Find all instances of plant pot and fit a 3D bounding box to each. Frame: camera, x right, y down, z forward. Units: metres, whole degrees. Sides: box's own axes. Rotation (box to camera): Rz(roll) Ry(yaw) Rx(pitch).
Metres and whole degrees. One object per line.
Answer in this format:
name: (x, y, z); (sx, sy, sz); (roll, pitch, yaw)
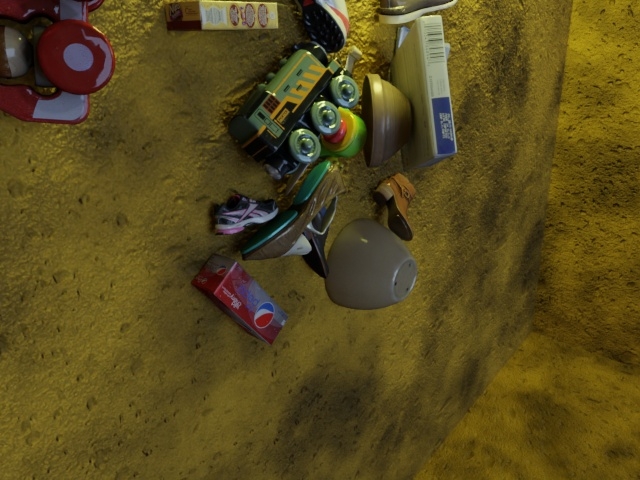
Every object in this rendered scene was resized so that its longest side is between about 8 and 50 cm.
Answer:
plant pot: (0.172, -0.312, 1.365); (0.237, 0.109, 0.237); (177, -90, -89)
plant pot: (0.175, 0.090, 1.567); (0.284, 0.191, 0.284); (-21, 119, -44)

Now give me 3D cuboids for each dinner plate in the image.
dinner plate: (-0.050, -0.169, 1.265); (0.017, 0.141, 0.141); (35, 72, -6)

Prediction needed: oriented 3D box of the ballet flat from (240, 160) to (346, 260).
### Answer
ballet flat: (-0.045, -0.046, 1.274); (0.124, 0.116, 0.342); (50, 62, -23)

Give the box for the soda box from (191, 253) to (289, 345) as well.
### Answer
soda box: (-0.183, 0.144, 1.239); (0.092, 0.083, 0.263); (-57, 139, -20)

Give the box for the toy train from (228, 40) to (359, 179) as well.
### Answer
toy train: (-0.053, -0.296, 1.165); (0.190, 0.142, 0.334); (42, 66, -19)

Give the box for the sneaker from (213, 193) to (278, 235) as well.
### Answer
sneaker: (-0.168, -0.073, 1.188); (0.178, 0.072, 0.077); (-29, 114, -48)

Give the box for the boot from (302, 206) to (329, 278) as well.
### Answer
boot: (0.000, 0.000, 1.407); (0.106, 0.082, 0.219); (-46, 133, -26)

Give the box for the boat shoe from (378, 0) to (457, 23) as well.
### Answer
boat shoe: (0.279, -0.687, 1.453); (0.324, 0.116, 0.097); (-32, 131, -32)

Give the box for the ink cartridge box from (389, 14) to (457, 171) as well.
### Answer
ink cartridge box: (0.260, -0.358, 1.359); (0.330, 0.071, 0.324); (-135, -143, -87)

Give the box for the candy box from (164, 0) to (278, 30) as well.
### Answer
candy box: (-0.184, -0.425, 0.994); (0.186, 0.109, 0.053); (-25, 122, -42)

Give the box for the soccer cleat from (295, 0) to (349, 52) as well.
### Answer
soccer cleat: (-0.019, -0.578, 1.158); (0.318, 0.108, 0.116); (57, 40, -43)

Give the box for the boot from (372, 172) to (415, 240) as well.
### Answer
boot: (0.259, -0.110, 1.635); (0.152, 0.073, 0.197); (-40, 103, -43)

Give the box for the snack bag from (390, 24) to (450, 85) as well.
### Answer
snack bag: (0.316, -0.469, 1.644); (0.323, 0.037, 0.343); (-9, 111, -48)

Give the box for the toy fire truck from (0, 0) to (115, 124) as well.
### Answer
toy fire truck: (-0.426, -0.322, 0.727); (0.254, 0.169, 0.302); (0, 105, -26)

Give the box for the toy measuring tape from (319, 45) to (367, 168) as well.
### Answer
toy measuring tape: (0.080, -0.333, 1.347); (0.121, 0.121, 0.330); (14, 93, -52)
